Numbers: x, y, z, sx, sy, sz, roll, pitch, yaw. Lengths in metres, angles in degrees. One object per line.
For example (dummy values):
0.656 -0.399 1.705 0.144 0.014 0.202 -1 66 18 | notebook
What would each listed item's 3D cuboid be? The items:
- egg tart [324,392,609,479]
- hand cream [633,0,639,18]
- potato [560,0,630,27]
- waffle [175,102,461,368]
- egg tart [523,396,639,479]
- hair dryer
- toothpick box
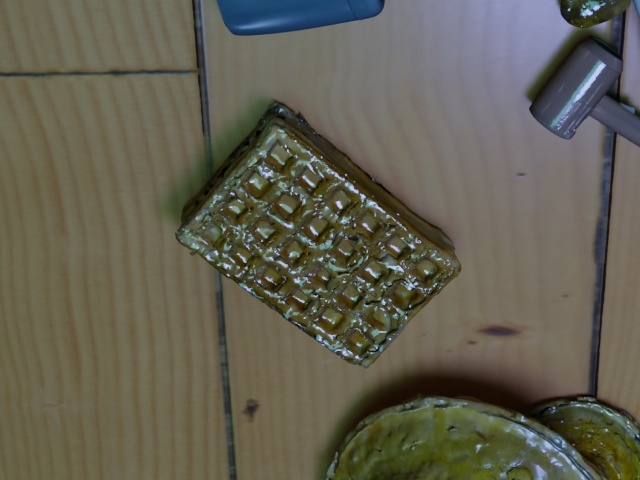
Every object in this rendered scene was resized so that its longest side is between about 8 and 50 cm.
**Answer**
0.192 0.408 1.741 0.443 0.178 0.443 12 120 21 | egg tart
0.407 -0.214 1.529 0.079 0.050 0.275 -28 114 -15 | hand cream
0.317 -0.274 1.521 0.083 0.040 0.051 -19 115 14 | potato
0.000 0.000 1.656 0.308 0.091 0.213 37 113 -14 | waffle
0.350 0.312 1.794 0.213 0.090 0.212 2 113 4 | egg tart
0.352 -0.154 1.575 0.182 0.064 0.117 28 114 -19 | hair dryer
-0.027 -0.295 1.492 0.184 0.120 0.120 -11 116 12 | toothpick box
